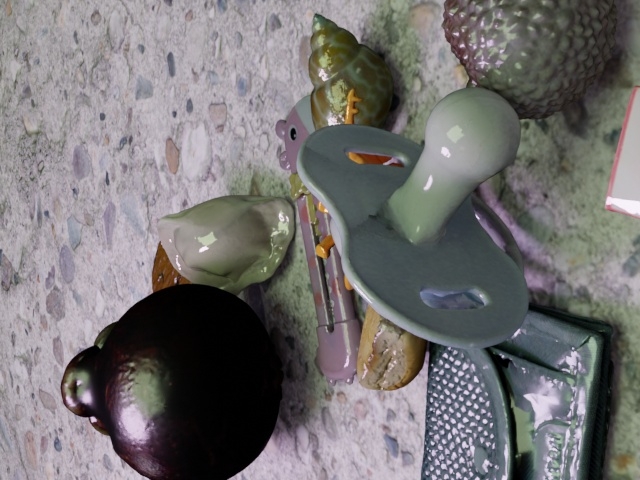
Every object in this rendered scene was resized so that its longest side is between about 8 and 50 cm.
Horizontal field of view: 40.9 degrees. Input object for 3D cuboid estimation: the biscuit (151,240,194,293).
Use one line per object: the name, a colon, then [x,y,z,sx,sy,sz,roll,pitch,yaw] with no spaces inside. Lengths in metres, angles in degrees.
biscuit: [-0.229,0.080,1.464,0.212,0.036,0.212,9,102,51]

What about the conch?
conch: [0.033,-0.176,1.067,0.173,0.106,0.116,107,157,-45]

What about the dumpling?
dumpling: [-0.136,0.010,1.283,0.229,0.124,0.151,-11,100,27]

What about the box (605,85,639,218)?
box: [0.393,-0.122,0.451,0.312,0.314,0.300,28,118,46]

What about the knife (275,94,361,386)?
knife: [-0.001,0.000,1.174,0.132,0.038,0.398,-19,80,53]

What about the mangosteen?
mangosteen: [-0.209,0.203,1.235,0.297,0.313,0.297,-169,90,-78]

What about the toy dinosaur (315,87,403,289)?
toy dinosaur: [0.055,-0.064,1.041,0.070,0.117,0.288,24,129,33]

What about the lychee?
lychee: [0.190,-0.193,0.820,0.197,0.165,0.165,-39,62,23]

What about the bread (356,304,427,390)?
bread: [0.090,0.113,1.013,0.106,0.082,0.125,-87,8,-50]

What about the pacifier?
pacifier: [0.120,-0.046,0.829,0.299,0.244,0.233,65,144,35]

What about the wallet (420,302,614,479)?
wallet: [0.195,0.234,0.937,0.237,0.075,0.342,15,106,52]
